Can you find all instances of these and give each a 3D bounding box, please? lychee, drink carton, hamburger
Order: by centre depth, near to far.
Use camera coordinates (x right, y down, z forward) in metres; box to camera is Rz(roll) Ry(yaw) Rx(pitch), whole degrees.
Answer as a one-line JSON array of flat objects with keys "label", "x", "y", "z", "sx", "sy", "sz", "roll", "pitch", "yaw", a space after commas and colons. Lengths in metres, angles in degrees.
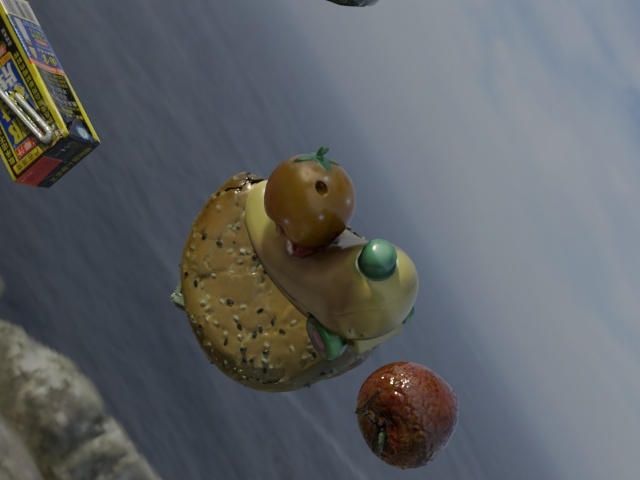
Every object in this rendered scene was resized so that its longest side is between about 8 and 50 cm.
[{"label": "drink carton", "x": -0.261, "y": -0.132, "z": 1.096, "sx": 0.056, "sy": 0.071, "sz": 0.165, "roll": 11, "pitch": 44, "yaw": -60}, {"label": "lychee", "x": 0.078, "y": 0.168, "z": 1.253, "sx": 0.140, "sy": 0.114, "sz": 0.101, "roll": 6, "pitch": 26, "yaw": -29}, {"label": "hamburger", "x": -0.051, "y": 0.077, "z": 1.823, "sx": 0.318, "sy": 0.277, "sz": 0.195, "roll": 30, "pitch": 2, "yaw": 9}]

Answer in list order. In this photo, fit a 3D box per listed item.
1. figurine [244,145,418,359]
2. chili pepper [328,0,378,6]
[{"label": "figurine", "x": 0.000, "y": 0.000, "z": 1.497, "sx": 0.324, "sy": 0.124, "sz": 0.222, "roll": 42, "pitch": -27, "yaw": 48}, {"label": "chili pepper", "x": -0.018, "y": -0.303, "z": 1.138, "sx": 0.264, "sy": 0.116, "sz": 0.148, "roll": 19, "pitch": 36, "yaw": -33}]
